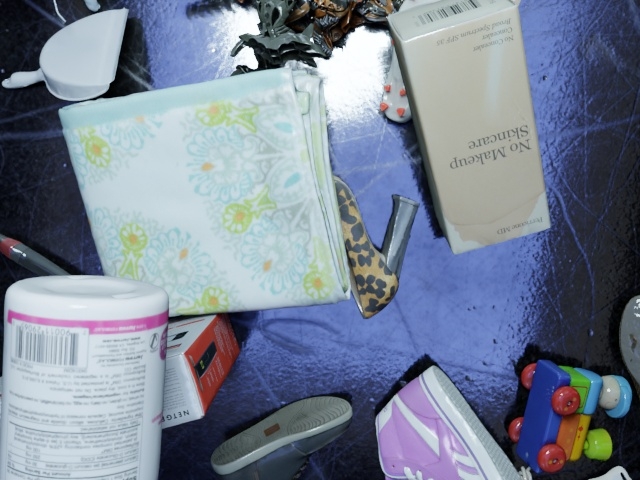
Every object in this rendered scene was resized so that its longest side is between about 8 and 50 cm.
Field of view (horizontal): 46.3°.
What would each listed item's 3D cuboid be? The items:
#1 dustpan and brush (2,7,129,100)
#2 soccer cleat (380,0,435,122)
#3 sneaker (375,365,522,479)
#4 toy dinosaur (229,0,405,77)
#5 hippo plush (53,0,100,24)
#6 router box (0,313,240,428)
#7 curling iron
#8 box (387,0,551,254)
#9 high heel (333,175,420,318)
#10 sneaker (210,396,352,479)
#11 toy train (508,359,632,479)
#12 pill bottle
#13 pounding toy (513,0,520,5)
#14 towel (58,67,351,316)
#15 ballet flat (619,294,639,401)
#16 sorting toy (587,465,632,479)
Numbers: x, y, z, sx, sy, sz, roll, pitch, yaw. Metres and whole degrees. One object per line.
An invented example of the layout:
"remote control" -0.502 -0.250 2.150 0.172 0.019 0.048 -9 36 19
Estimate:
"dustpan and brush" -0.372 -0.251 1.073 0.211 0.060 0.147 -4 60 10
"soccer cleat" 0.132 -0.259 1.032 0.068 0.076 0.196 27 119 24
"sneaker" 0.185 0.339 1.069 0.161 0.102 0.282 -41 58 12
"toy dinosaur" -0.047 -0.316 1.038 0.321 0.164 0.219 0 72 15
"hippo plush" -0.310 -0.447 0.913 0.236 0.234 0.294 -22 111 18
"router box" -0.294 0.194 1.003 0.335 0.301 0.082 -16 95 4
"curling iron" -0.463 0.027 1.125 0.273 0.035 0.068 22 100 0
"box" 0.198 -0.152 0.978 0.147 0.121 0.311 -17 121 6
"high heel" 0.000 0.000 1.074 0.261 0.093 0.186 16 92 -7
"sneaker" -0.043 0.324 1.129 0.221 0.083 0.118 -23 113 -3
"toy train" 0.361 0.305 1.101 0.143 0.105 0.248 7 101 -16
"pill bottle" -0.243 0.186 0.769 0.160 0.160 0.283 5 95 2
"pounding toy" 0.225 -0.330 1.029 0.130 0.100 0.141 20 96 0
"towel" -0.153 -0.053 1.019 0.374 0.090 0.321 -5 106 17
"ballet flat" 0.499 0.200 1.102 0.084 0.058 0.250 -16 89 25
"sorting toy" 0.445 0.384 1.130 0.075 0.045 0.083 -44 93 -14
